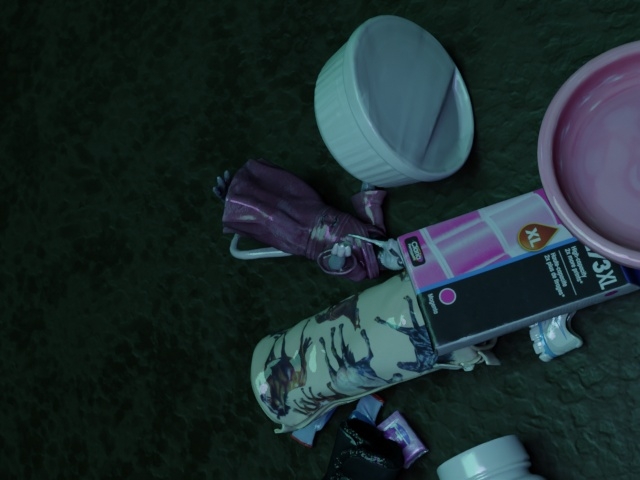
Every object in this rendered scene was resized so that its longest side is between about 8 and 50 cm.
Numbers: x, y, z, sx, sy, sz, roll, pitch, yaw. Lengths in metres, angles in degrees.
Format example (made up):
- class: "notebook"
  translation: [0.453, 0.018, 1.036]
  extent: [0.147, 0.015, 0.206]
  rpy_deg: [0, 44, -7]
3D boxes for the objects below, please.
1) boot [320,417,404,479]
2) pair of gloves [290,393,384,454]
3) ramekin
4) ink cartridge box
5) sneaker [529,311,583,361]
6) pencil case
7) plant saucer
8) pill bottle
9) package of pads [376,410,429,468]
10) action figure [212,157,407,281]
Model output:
- class: "boot"
  translation: [0.083, 0.428, 1.691]
  extent: [0.246, 0.094, 0.207]
  rpy_deg: [46, 128, 35]
- class: "pair of gloves"
  translation: [0.034, 0.309, 1.816]
  extent: [0.198, 0.023, 0.159]
  rpy_deg: [27, 101, 34]
- class: "ramekin"
  translation: [0.110, -0.207, 1.678]
  extent: [0.127, 0.273, 0.273]
  rpy_deg: [-24, 70, 45]
- class: "ink cartridge box"
  translation: [0.310, 0.023, 1.512]
  extent: [0.370, 0.069, 0.176]
  rpy_deg: [-18, 71, 1]
- class: "sneaker"
  translation: [0.346, 0.081, 1.587]
  extent: [0.083, 0.071, 0.191]
  rpy_deg: [-20, 81, 27]
- class: "pencil case"
  translation: [0.080, 0.175, 1.694]
  extent: [0.410, 0.160, 0.184]
  rpy_deg: [-26, 59, 27]
- class: "plant saucer"
  translation: [0.466, -0.112, 1.443]
  extent: [0.332, 0.084, 0.332]
  rpy_deg: [-3, 73, 12]
- class: "pill bottle"
  translation: [0.285, 0.437, 1.527]
  extent: [0.160, 0.160, 0.283]
  rpy_deg: [-35, 65, 29]
- class: "package of pads"
  translation: [0.133, 0.325, 1.727]
  extent: [0.050, 0.032, 0.083]
  rpy_deg: [-40, 62, 4]
- class: "action figure"
  translation: [0.000, 0.000, 1.773]
  extent: [0.370, 0.248, 0.276]
  rpy_deg: [24, 135, 12]
